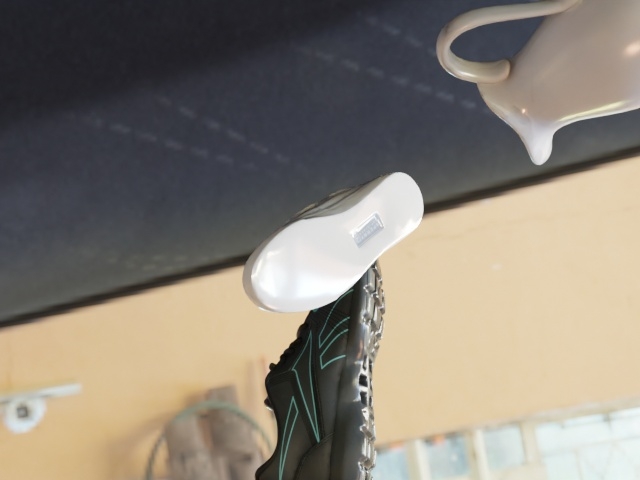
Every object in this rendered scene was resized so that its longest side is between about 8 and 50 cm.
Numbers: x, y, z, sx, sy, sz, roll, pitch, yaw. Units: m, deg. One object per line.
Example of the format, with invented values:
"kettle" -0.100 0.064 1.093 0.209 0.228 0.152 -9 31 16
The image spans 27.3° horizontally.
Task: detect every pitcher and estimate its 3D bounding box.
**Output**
"pitcher" 0.218 -0.171 1.110 0.178 0.125 0.207 29 133 -36

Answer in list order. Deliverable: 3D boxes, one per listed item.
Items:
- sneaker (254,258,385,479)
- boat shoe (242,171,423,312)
"sneaker" 0.001 0.110 1.213 0.106 0.267 0.101 1 160 13
"boat shoe" 0.000 0.000 0.986 0.063 0.066 0.184 -13 -159 48
